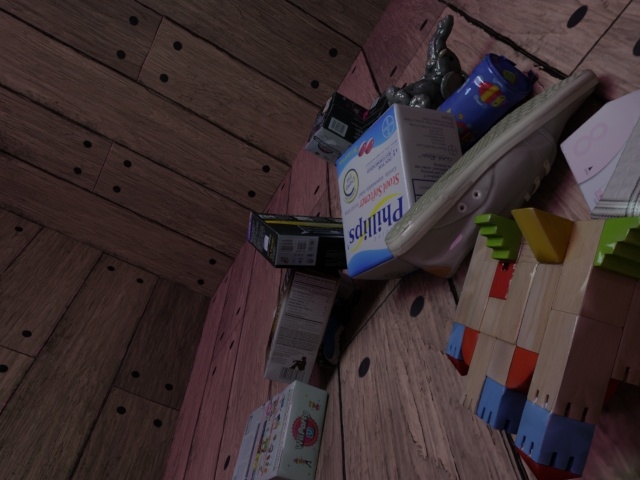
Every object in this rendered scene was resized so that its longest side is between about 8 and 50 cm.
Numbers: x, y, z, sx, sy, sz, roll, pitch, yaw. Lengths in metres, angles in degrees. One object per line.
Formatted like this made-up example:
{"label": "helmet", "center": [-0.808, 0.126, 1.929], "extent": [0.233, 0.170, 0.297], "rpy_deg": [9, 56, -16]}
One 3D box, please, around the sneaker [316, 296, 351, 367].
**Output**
{"label": "sneaker", "center": [0.022, 0.238, 1.343], "extent": [0.083, 0.071, 0.191], "rpy_deg": [-44, 24, 63]}

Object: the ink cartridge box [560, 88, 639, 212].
{"label": "ink cartridge box", "center": [0.435, -0.142, 0.661], "extent": [0.232, 0.066, 0.189], "rpy_deg": [-55, 18, 39]}

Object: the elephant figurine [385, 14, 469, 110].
{"label": "elephant figurine", "center": [0.296, -0.393, 1.292], "extent": [0.239, 0.169, 0.186], "rpy_deg": [-45, -20, -3]}

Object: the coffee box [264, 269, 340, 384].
{"label": "coffee box", "center": [-0.051, 0.189, 1.301], "extent": [0.168, 0.118, 0.297], "rpy_deg": [-106, 31, -75]}

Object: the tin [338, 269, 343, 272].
{"label": "tin", "center": [0.007, 0.148, 1.588], "extent": [0.190, 0.040, 0.106], "rpy_deg": [-57, 21, 21]}

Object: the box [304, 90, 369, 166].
{"label": "box", "center": [0.100, -0.318, 1.633], "extent": [0.142, 0.247, 0.163], "rpy_deg": [-40, 28, 58]}

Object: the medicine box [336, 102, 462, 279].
{"label": "medicine box", "center": [0.165, -0.087, 1.079], "extent": [0.263, 0.149, 0.289], "rpy_deg": [144, 124, -60]}

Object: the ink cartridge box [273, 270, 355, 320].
{"label": "ink cartridge box", "center": [-0.022, 0.167, 1.437], "extent": [0.203, 0.148, 0.086], "rpy_deg": [-58, 16, 15]}

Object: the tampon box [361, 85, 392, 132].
{"label": "tampon box", "center": [0.219, -0.326, 1.430], "extent": [0.102, 0.161, 0.120], "rpy_deg": [-67, 17, -15]}

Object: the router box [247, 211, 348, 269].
{"label": "router box", "center": [0.000, 0.000, 1.269], "extent": [0.243, 0.308, 0.081], "rpy_deg": [-146, 61, -64]}

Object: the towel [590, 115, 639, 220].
{"label": "towel", "center": [0.454, -0.138, 0.486], "extent": [0.324, 0.056, 0.312], "rpy_deg": [-57, 20, -7]}

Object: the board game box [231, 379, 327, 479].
{"label": "board game box", "center": [-0.108, 0.507, 1.278], "extent": [0.303, 0.097, 0.224], "rpy_deg": [-48, 23, 47]}

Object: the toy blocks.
{"label": "toy blocks", "center": [0.260, 0.118, 0.628], "extent": [0.381, 0.190, 0.261], "rpy_deg": [175, 112, -84]}

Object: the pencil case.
{"label": "pencil case", "center": [0.312, -0.270, 1.125], "extent": [0.306, 0.119, 0.133], "rpy_deg": [-46, 17, 47]}

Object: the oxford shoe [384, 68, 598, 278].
{"label": "oxford shoe", "center": [0.300, -0.107, 0.862], "extent": [0.449, 0.130, 0.169], "rpy_deg": [-45, 2, -6]}
